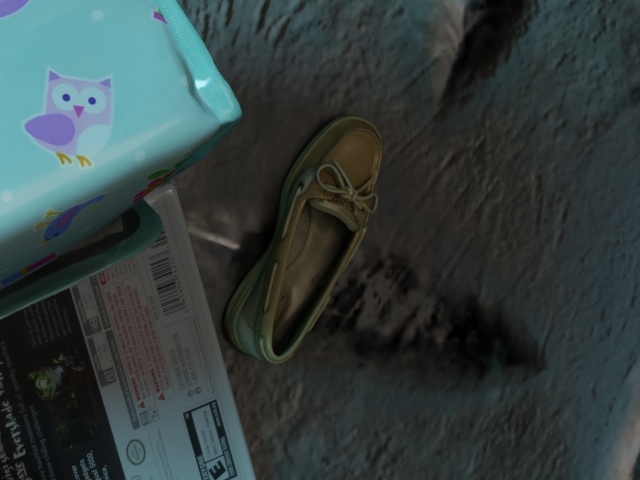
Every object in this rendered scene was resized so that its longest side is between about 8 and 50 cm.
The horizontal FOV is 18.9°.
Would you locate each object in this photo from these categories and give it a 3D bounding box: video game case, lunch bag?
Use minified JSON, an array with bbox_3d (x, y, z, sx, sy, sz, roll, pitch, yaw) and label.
[{"bbox_3d":[-0.134,0.083,1.050,0.173,0.022,0.190,-22,107,-25],"label":"video game case"},{"bbox_3d":[-0.182,-0.034,0.877,0.223,0.262,0.160,-29,88,-21],"label":"lunch bag"}]

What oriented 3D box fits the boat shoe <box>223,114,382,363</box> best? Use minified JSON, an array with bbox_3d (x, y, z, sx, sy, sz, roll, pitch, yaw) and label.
[{"bbox_3d":[-0.002,0.000,1.095,0.056,0.048,0.153,36,79,-28],"label":"boat shoe"}]
